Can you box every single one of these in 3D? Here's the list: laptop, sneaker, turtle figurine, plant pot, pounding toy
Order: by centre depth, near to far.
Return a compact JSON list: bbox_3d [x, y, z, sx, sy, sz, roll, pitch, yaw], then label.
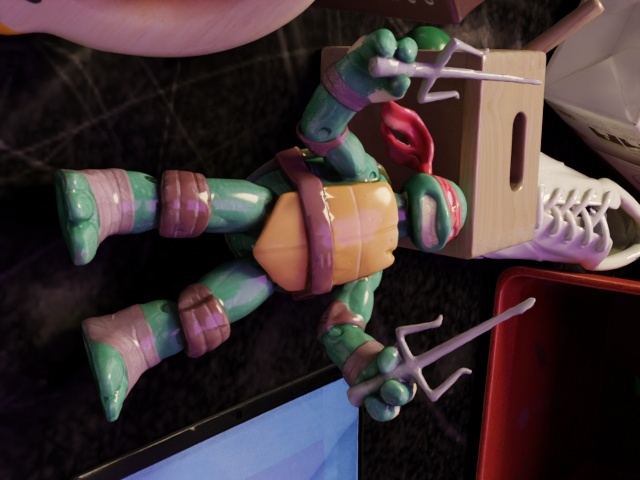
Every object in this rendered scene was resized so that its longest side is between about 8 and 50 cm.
[{"bbox_3d":[0.000,0.000,0.469,0.234,0.118,0.175,-13,93,-17],"label":"turtle figurine"},{"bbox_3d":[0.003,0.231,0.546,0.234,0.264,0.137,-16,148,-47],"label":"laptop"},{"bbox_3d":[0.080,-0.072,0.570,0.100,0.130,0.141,-13,109,-49],"label":"pounding toy"},{"bbox_3d":[0.172,-0.026,0.723,0.258,0.091,0.094,2,98,-51],"label":"sneaker"},{"bbox_3d":[0.297,0.156,0.810,0.235,0.267,0.267,-12,109,-61],"label":"plant pot"}]

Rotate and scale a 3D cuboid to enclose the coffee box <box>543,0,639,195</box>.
[{"bbox_3d":[0.299,-0.123,0.831,0.246,0.098,0.141,29,90,-50],"label":"coffee box"}]

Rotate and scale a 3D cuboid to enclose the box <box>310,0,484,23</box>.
[{"bbox_3d":[0.116,-0.295,0.521,0.381,0.143,0.191,-41,131,-26],"label":"box"}]

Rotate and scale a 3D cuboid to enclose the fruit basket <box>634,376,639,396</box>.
[{"bbox_3d":[0.515,0.083,1.057,0.392,0.283,0.392,-9,107,-31],"label":"fruit basket"}]

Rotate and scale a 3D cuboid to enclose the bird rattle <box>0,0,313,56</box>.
[{"bbox_3d":[-0.052,-0.161,0.349,0.253,0.143,0.207,-8,139,-13],"label":"bird rattle"}]
